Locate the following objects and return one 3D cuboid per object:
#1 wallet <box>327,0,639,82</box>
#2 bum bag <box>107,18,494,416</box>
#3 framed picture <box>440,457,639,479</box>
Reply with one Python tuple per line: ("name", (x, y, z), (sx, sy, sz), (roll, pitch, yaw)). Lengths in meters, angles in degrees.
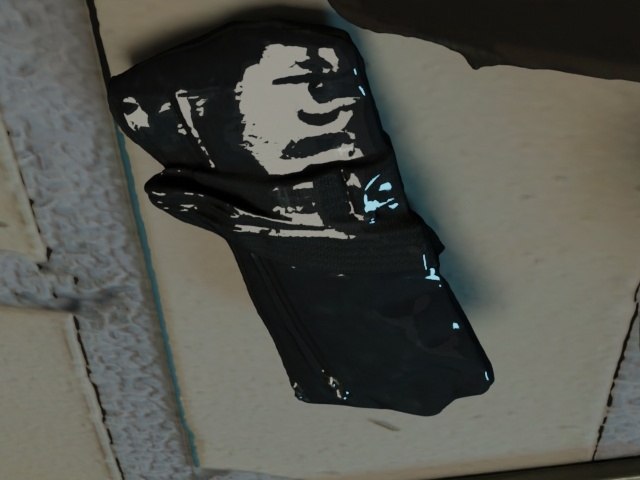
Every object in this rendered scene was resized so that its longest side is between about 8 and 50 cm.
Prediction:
("wallet", (0.103, -0.112, 0.301), (0.309, 0.042, 0.165), (19, 141, 40))
("bum bag", (0.000, 0.000, 0.566), (0.123, 0.060, 0.248), (-9, 134, 23))
("framed picture", (0.126, 0.243, 0.854), (0.324, 0.020, 0.240), (-12, 134, 27))
